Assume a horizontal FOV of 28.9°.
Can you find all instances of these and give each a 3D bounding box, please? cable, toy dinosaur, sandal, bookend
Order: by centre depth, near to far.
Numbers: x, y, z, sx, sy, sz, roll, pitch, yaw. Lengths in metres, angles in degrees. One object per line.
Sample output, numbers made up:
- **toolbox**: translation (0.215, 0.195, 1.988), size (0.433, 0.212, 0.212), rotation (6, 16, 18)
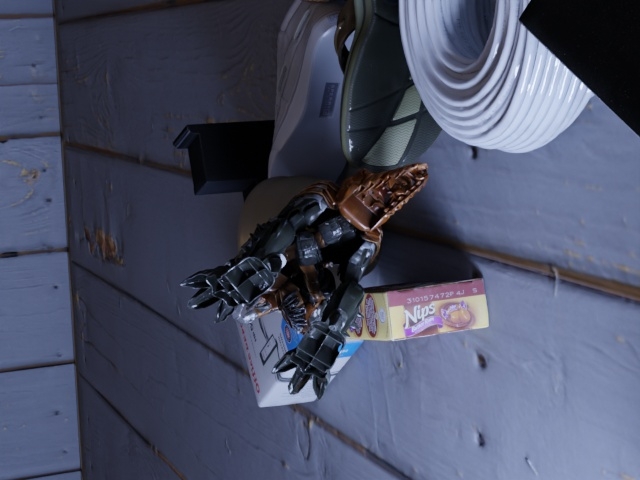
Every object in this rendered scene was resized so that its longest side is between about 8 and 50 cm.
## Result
- **cable**: translation (0.151, -0.201, 1.058), size (0.257, 0.089, 0.257), rotation (121, 138, -55)
- **toy dinosaur**: translation (-0.012, 0.007, 1.206), size (0.218, 0.164, 0.322), rotation (-57, -8, -42)
- **sandal**: translation (0.067, -0.213, 1.231), size (0.086, 0.120, 0.302), rotation (-9, 78, 62)
- **bookend**: translation (-0.092, -0.068, 1.581), size (0.072, 0.156, 0.157), rotation (145, 116, -64)

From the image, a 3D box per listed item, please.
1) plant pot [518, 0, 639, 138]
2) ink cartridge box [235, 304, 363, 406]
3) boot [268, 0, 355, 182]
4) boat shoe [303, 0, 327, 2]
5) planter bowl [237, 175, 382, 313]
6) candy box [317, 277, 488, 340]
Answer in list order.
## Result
- **plant pot**: translation (0.262, -0.142, 0.712), size (0.188, 0.187, 0.167), rotation (60, 135, 46)
- **ink cartridge box**: translation (-0.032, 0.106, 1.567), size (0.203, 0.086, 0.148), rotation (123, 136, -55)
- **boot**: translation (-0.012, -0.174, 1.474), size (0.123, 0.095, 0.258), rotation (-115, 37, -50)
- **boat shoe**: translation (-0.027, -0.307, 1.255), size (0.307, 0.111, 0.104), rotation (73, -154, -72)
- **planter bowl**: translation (0.000, 0.000, 1.406), size (0.109, 0.162, 0.162), rotation (-9, 87, 41)
- **candy box**: translation (0.077, 0.071, 1.269), size (0.187, 0.109, 0.053), rotation (168, 95, -67)
